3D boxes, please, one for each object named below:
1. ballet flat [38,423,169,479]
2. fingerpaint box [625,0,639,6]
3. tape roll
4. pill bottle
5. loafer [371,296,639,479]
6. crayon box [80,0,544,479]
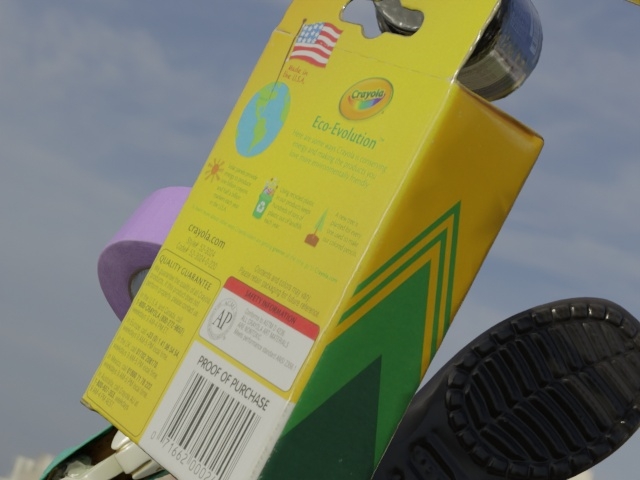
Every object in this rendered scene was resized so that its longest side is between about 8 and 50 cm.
[{"bbox_3d":[-0.183,0.207,1.555,0.247,0.087,0.083,-36,-83,30],"label":"ballet flat"},{"bbox_3d":[0.404,-0.285,1.091,0.445,0.371,0.163,24,16,18],"label":"fingerpaint box"},{"bbox_3d":[-0.116,0.067,1.859,0.275,0.090,0.274,25,-34,18],"label":"tape roll"},{"bbox_3d":[0.119,-0.202,1.457,0.123,0.122,0.219,13,-4,20],"label":"pill bottle"},{"bbox_3d":[0.106,0.164,1.314,0.133,0.366,0.130,60,-14,5],"label":"loafer"},{"bbox_3d":[0.000,0.000,0.967,0.081,0.318,0.202,28,0,-35],"label":"crayon box"}]
